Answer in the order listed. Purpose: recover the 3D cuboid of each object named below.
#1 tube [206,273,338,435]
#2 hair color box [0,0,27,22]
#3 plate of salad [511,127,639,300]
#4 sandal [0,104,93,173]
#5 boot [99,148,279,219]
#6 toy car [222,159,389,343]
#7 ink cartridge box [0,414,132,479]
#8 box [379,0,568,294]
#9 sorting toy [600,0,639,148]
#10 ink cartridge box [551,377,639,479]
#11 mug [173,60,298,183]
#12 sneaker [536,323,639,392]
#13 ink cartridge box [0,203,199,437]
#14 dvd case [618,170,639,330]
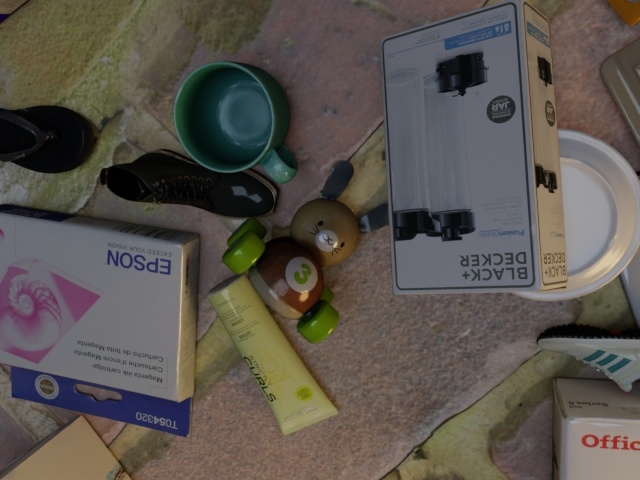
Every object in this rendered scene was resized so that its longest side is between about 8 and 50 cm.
[{"bbox_3d":[-0.071,0.160,0.882,0.070,0.062,0.240,-13,109,58],"label":"tube"},{"bbox_3d":[-0.474,-0.473,0.806,0.185,0.110,0.338,-26,94,20],"label":"hair color box"},{"bbox_3d":[0.260,-0.028,0.726,0.200,0.048,0.199,4,105,16],"label":"plate of salad"},{"bbox_3d":[-0.443,-0.149,0.902,0.255,0.054,0.097,9,105,12],"label":"sandal"},{"bbox_3d":[-0.165,-0.060,0.809,0.198,0.137,0.076,12,106,10],"label":"boot"},{"bbox_3d":[0.000,0.000,0.788,0.188,0.149,0.155,-44,103,7],"label":"toy car"},{"bbox_3d":[-0.400,0.455,0.962,0.198,0.197,0.270,-37,92,19],"label":"ink cartridge box"},{"bbox_3d":[0.162,-0.087,0.682,0.169,0.087,0.289,-3,88,36],"label":"box"},{"bbox_3d":[0.417,-0.159,0.649,0.196,0.047,0.347,-31,83,48],"label":"sorting toy"},{"bbox_3d":[0.388,0.315,0.768,0.198,0.115,0.272,0,103,14],"label":"ink cartridge box"},{"bbox_3d":[-0.100,-0.142,0.793,0.130,0.097,0.157,-10,101,16],"label":"mug"},{"bbox_3d":[0.342,0.144,0.756,0.161,0.057,0.075,-2,97,27],"label":"sneaker"},{"bbox_3d":[-0.344,0.129,0.939,0.324,0.071,0.330,8,104,12],"label":"ink cartridge box"},{"bbox_3d":[0.443,0.026,0.733,0.180,0.022,0.253,-21,97,18],"label":"dvd case"}]
